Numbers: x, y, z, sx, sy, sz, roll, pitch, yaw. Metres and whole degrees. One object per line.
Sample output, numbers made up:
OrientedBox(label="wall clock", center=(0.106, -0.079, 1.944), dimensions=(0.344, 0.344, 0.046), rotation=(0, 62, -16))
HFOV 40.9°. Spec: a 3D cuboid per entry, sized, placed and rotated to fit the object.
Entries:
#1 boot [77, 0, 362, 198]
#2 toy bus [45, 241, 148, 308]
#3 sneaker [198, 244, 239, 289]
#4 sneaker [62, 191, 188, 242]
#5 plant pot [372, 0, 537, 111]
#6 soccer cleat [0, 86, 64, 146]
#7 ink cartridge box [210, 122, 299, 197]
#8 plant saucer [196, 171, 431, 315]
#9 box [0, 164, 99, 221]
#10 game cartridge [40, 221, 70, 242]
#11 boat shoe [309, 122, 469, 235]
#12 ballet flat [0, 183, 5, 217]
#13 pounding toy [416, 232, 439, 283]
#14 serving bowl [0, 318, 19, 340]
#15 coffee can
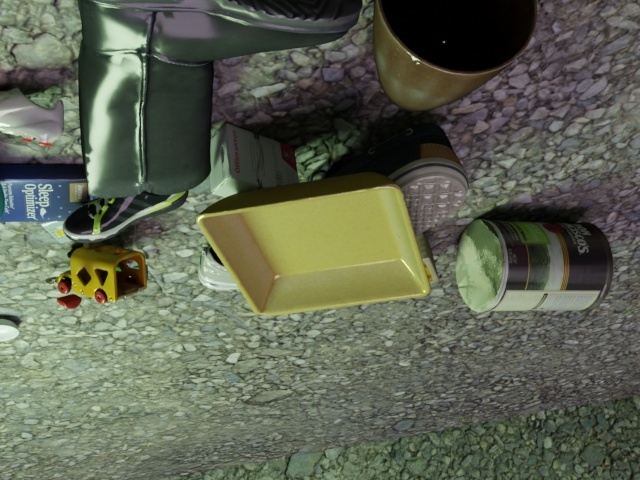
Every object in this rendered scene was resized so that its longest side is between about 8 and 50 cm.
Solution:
OrientedBox(label="boot", center=(-0.167, -0.215, 1.236), dimensions=(0.367, 0.146, 0.445), rotation=(7, 144, -9))
OrientedBox(label="toy bus", center=(-0.435, 0.051, 1.663), dimensions=(0.202, 0.191, 0.104), rotation=(-3, 107, -14))
OrientedBox(label="sneaker", center=(-0.113, 0.044, 1.761), dimensions=(0.281, 0.105, 0.115), rotation=(-7, 150, -6))
OrientedBox(label="sneaker", center=(-0.342, -0.081, 1.484), dimensions=(0.235, 0.084, 0.097), rotation=(-25, 138, -14))
OrientedBox(label="plant pot", center=(0.159, -0.279, 1.215), dimensions=(0.215, 0.215, 0.230), rotation=(-5, 164, -11))
OrientedBox(label="soccer cleat", center=(-0.478, -0.195, 1.271), dimensions=(0.196, 0.076, 0.068), rotation=(13, -177, -9))
OrientedBox(label="ink cartridge box", center=(-0.114, -0.122, 1.464), dimensions=(0.150, 0.109, 0.063), rotation=(15, 145, -38))
OrientedBox(label="plant saucer", center=(0.000, 0.000, 1.463), dimensions=(0.333, 0.081, 0.333), rotation=(-9, 144, 12))
OrientedBox(label="box", center=(-0.482, -0.081, 1.489), dimensions=(0.225, 0.036, 0.136), rotation=(-2, 150, -17))
OrientedBox(label="game cartridge", center=(-0.481, -0.023, 1.612), dimensions=(0.056, 0.017, 0.083), rotation=(-18, 150, 5))
OrientedBox(label="boat shoe", center=(0.057, -0.053, 1.589), dimensions=(0.187, 0.156, 0.500), rotation=(27, 136, -36))
OrientedBox(label="ballet flat", center=(-0.600, -0.133, 1.304), dimensions=(0.106, 0.107, 0.316), rotation=(15, 152, 25))
OrientedBox(label="pounding toy", center=(0.169, 0.077, 1.926), dimensions=(0.181, 0.094, 0.206), rotation=(-17, 150, 10))
OrientedBox(label="serving bowl", center=(-0.713, 0.194, 1.903), dimensions=(0.083, 0.027, 0.083), rotation=(-8, 150, -4))
OrientedBox(label="coffee can", center=(0.465, 0.057, 1.880), dimensions=(0.275, 0.201, 0.201), rotation=(1, 149, -20))
